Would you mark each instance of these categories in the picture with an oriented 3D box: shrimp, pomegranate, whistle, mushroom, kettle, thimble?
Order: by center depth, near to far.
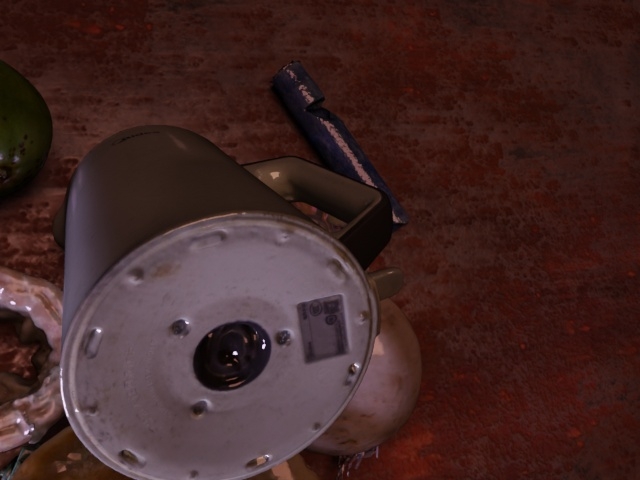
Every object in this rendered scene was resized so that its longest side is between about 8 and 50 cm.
[{"bbox_3d":[-0.090,0.008,0.651,0.361,0.377,0.249,-20,119,-16],"label":"kettle"},{"bbox_3d":[-0.368,0.128,0.663,0.229,0.148,0.195,15,68,-19],"label":"thimble"},{"bbox_3d":[-0.427,-0.150,0.723,0.181,0.181,0.224,-37,69,-27],"label":"pomegranate"},{"bbox_3d":[0.020,0.142,0.797,0.244,0.243,0.243,7,71,-20],"label":"mushroom"},{"bbox_3d":[0.054,0.265,0.841,0.065,0.057,0.165,32,67,-17],"label":"shrimp"},{"bbox_3d":[0.030,-0.140,0.959,0.062,0.062,0.304,-34,88,-27],"label":"whistle"}]

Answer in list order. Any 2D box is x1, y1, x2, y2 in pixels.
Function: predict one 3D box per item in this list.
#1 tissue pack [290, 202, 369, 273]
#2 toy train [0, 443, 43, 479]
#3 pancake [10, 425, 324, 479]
[{"bbox_3d":[0.000,0.000,0.900,0.148,0.060,0.108,13,70,-17],"label":"tissue pack"},{"bbox_3d":[-0.321,0.301,0.647,0.071,0.111,0.170,24,66,-18],"label":"toy train"},{"bbox_3d":[-0.149,0.326,0.574,0.387,0.082,0.386,6,59,-10],"label":"pancake"}]
